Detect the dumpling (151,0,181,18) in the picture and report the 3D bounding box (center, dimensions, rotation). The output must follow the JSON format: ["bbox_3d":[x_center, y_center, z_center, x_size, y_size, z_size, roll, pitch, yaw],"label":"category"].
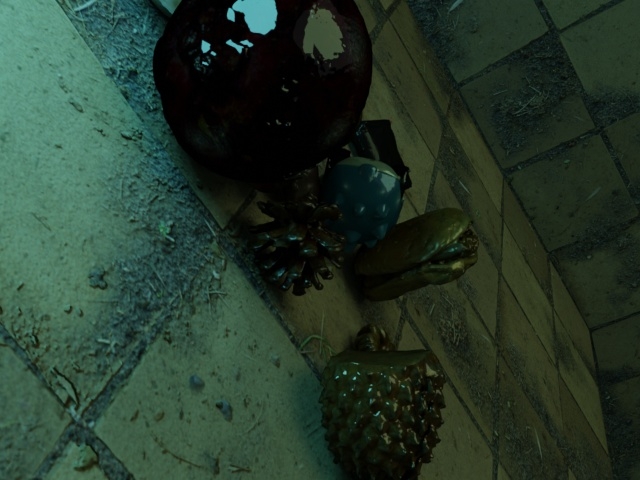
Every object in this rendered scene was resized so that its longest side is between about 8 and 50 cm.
[{"bbox_3d":[-0.276,-0.496,1.430,0.204,0.163,0.293,-37,104,-31],"label":"dumpling"}]

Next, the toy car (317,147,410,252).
[{"bbox_3d":[0.078,-0.071,1.616,0.255,0.188,0.190,111,-7,-71],"label":"toy car"}]

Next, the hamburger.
[{"bbox_3d":[0.214,0.026,1.706,0.259,0.283,0.145,-44,117,-74],"label":"hamburger"}]

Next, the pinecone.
[{"bbox_3d":[-0.042,0.006,1.353,0.150,0.179,0.195,-48,136,-50],"label":"pinecone"}]

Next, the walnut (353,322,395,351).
[{"bbox_3d":[0.116,0.255,1.552,0.143,0.069,0.170,19,52,-59],"label":"walnut"}]

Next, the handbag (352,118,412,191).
[{"bbox_3d":[0.177,-0.233,2.129,0.223,0.080,0.247,65,25,1],"label":"handbag"}]

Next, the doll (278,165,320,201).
[{"bbox_3d":[-0.049,-0.125,1.578,0.188,0.096,0.145,82,5,-84],"label":"doll"}]

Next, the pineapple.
[{"bbox_3d":[0.112,0.368,1.304,0.223,0.222,0.358,2,83,-63],"label":"pineapple"}]

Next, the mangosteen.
[{"bbox_3d":[-0.100,-0.275,1.316,0.421,0.380,0.381,105,-36,-79],"label":"mangosteen"}]
